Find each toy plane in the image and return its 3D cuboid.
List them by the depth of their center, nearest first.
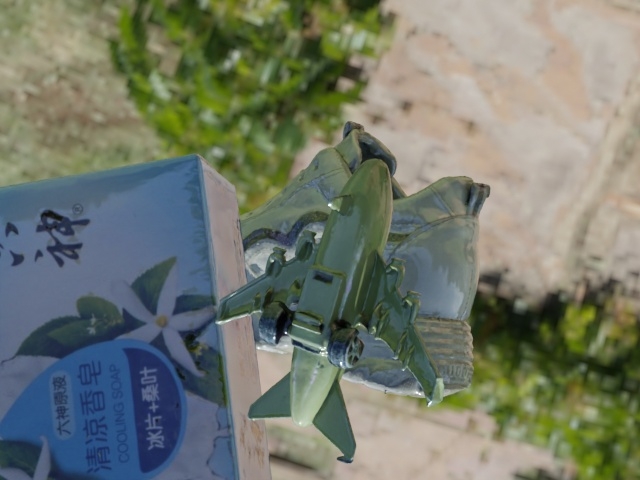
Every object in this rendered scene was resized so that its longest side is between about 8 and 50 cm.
[{"bbox_3d":[0.005,0.023,0.692,0.102,0.111,0.040,18,-170,28],"label":"toy plane"}]

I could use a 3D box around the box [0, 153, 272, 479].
[{"bbox_3d":[-0.109,0.082,0.975,0.143,0.232,0.083,-9,169,10],"label":"box"}]

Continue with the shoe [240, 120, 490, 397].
[{"bbox_3d":[0.000,0.000,1.597,0.342,0.210,0.132,15,-179,35],"label":"shoe"}]
